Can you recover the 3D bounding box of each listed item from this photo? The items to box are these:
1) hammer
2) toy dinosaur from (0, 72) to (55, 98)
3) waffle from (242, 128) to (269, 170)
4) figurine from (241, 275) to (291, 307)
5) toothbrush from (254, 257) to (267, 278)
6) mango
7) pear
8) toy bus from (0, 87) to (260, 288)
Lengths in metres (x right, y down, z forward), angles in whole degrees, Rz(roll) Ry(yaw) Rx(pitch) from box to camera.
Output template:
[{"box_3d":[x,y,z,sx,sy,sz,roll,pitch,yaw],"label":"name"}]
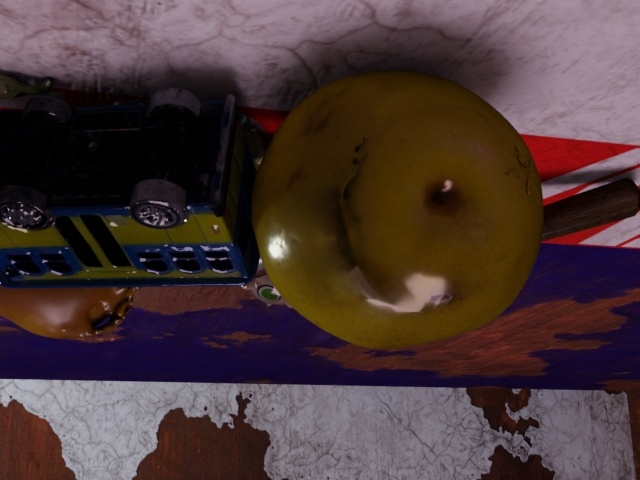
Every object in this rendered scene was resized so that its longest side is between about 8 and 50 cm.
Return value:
[{"box_3d":[0.224,0.004,1.160,0.409,0.095,0.242,-16,-170,3],"label":"hammer"},{"box_3d":[-0.322,-0.146,0.880,0.120,0.029,0.060,-8,174,23],"label":"toy dinosaur"},{"box_3d":[-0.118,-0.060,1.117,0.292,0.056,0.309,-16,160,40],"label":"waffle"},{"box_3d":[-0.061,0.048,1.372,0.138,0.125,0.125,-4,163,17],"label":"figurine"},{"box_3d":[0.001,0.000,1.207,0.364,0.041,0.041,-20,155,39],"label":"toothbrush"},{"box_3d":[-0.361,0.017,1.111,0.287,0.201,0.152,20,132,6],"label":"mango"},{"box_3d":[0.071,-0.019,0.891,0.285,0.285,0.336,-1,160,1],"label":"pear"},{"box_3d":[-0.212,-0.046,0.900,0.288,0.138,0.175,-1,149,9],"label":"toy bus"}]
